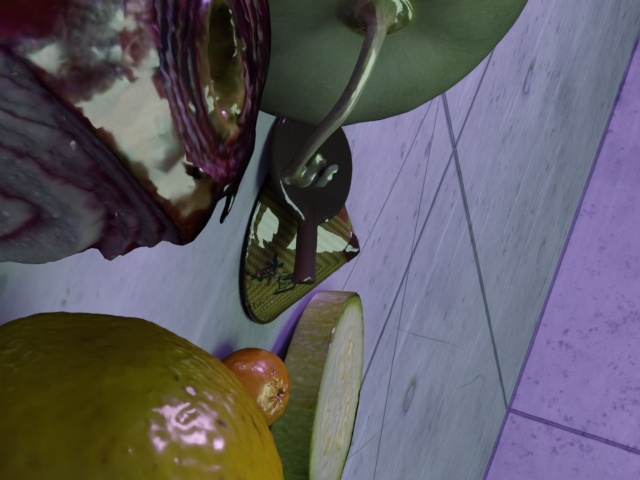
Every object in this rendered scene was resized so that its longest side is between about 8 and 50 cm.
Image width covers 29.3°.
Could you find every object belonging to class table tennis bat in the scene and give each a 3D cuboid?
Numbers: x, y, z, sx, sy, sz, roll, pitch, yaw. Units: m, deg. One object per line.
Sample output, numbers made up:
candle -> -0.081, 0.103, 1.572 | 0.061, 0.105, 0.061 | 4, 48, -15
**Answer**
table tennis bat -> 0.027, -0.048, 1.091 | 0.108, 0.119, 0.169 | 14, 75, -45

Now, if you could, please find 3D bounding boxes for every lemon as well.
lemon -> -0.135, 0.154, 0.699 | 0.253, 0.229, 0.228 | -137, -124, -65

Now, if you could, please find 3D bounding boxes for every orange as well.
orange -> -0.065, 0.139, 1.134 | 0.083, 0.070, 0.083 | -45, 143, -51

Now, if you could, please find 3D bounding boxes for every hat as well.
hat -> 0.000, 0.000, 1.187 | 0.193, 0.082, 0.193 | 18, 90, -71

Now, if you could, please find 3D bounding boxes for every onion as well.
onion -> -0.137, -0.117, 0.520 | 0.206, 0.216, 0.207 | 61, 36, -43

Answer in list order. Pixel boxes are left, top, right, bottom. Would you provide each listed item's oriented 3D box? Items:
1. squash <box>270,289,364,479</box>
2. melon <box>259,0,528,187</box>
squash -> 0.001, 0.180, 1.359 | 0.252, 0.049, 0.252 | 7, 90, -77
melon -> 0.004, -0.205, 0.720 | 0.272, 0.308, 0.271 | -19, 129, -25
